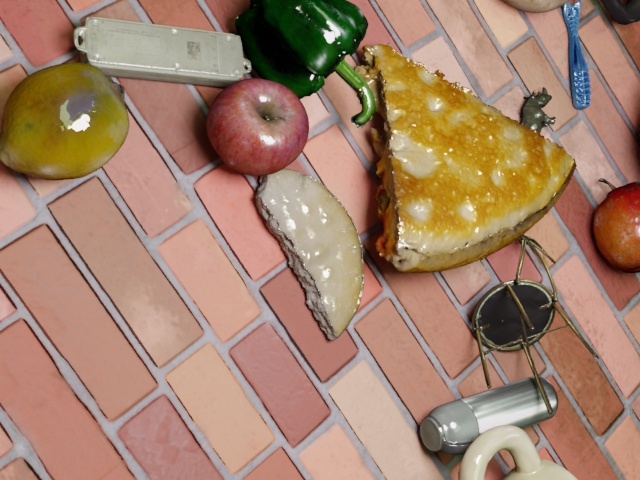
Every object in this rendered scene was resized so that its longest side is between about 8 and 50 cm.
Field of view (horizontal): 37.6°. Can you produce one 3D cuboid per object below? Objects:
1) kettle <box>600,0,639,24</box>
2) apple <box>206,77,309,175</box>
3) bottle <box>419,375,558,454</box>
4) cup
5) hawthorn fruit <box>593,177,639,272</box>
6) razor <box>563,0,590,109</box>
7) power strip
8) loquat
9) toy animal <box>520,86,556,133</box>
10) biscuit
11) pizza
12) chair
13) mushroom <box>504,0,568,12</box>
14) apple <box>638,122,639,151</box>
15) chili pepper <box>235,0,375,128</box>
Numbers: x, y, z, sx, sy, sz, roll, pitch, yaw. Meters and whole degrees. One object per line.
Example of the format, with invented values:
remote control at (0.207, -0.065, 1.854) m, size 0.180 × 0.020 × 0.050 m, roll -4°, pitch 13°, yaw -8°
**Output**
kettle at (0.643, -0.582, 1.872) m, size 0.271 × 0.207 × 0.251 m, roll 56°, pitch 29°, yaw -17°
apple at (-0.096, -0.168, 1.410) m, size 0.153 × 0.120 × 0.154 m, roll 9°, pitch 61°, yaw -17°
bottle at (0.281, 0.289, 1.535) m, size 0.253 × 0.096 × 0.080 m, roll -10°, pitch 127°, yaw -31°
cup at (0.307, 0.428, 1.443) m, size 0.202 × 0.173 × 0.255 m, roll -30°, pitch 128°, yaw -32°
hawthorn fruit at (0.576, -0.041, 1.752) m, size 0.156 × 0.157 × 0.194 m, roll -10°, pitch 64°, yaw -31°
razor at (0.503, -0.380, 1.842) m, size 0.081 × 0.042 × 0.253 m, roll -2°, pitch 80°, yaw -8°
power strip at (-0.236, -0.278, 1.400) m, size 0.272 × 0.052 × 0.078 m, roll 0°, pitch 79°, yaw -28°
loquat at (-0.346, -0.156, 1.261) m, size 0.195 × 0.152 × 0.152 m, roll -38°, pitch 98°, yaw -22°
toy animal at (0.401, -0.228, 1.747) m, size 0.065 × 0.047 × 0.136 m, roll 22°, pitch 74°, yaw -14°
biscuit at (0.001, 0.000, 1.475) m, size 0.141 × 0.038 × 0.290 m, roll -30°, pitch 94°, yaw -31°
pizza at (0.197, -0.158, 1.583) m, size 0.439 × 0.130 × 0.406 m, roll -26°, pitch 78°, yaw -33°
chair at (0.333, 0.118, 1.583) m, size 0.159 × 0.170 × 0.326 m, roll 22°, pitch 25°, yaw -19°
mushroom at (0.399, -0.538, 1.743) m, size 0.226 × 0.178 × 0.227 m, roll 11°, pitch 64°, yaw -24°
apple at (0.825, -0.203, 1.750) m, size 0.473 × 0.473 × 0.474 m, roll 7°, pitch 75°, yaw -28°
chili pepper at (-0.003, -0.297, 1.475) m, size 0.261 × 0.174 × 0.165 m, roll 39°, pitch 38°, yaw -15°
